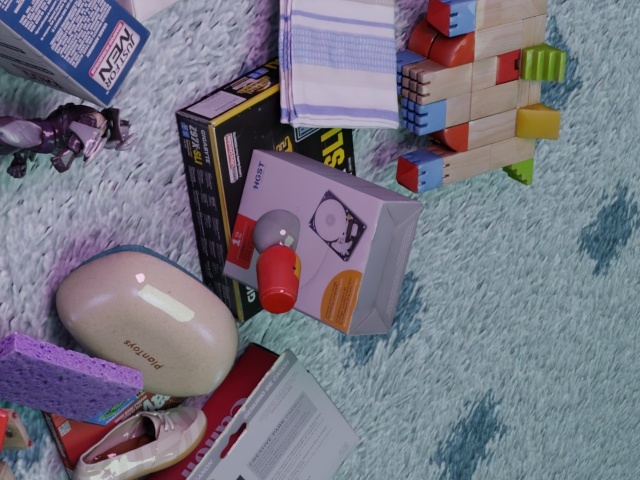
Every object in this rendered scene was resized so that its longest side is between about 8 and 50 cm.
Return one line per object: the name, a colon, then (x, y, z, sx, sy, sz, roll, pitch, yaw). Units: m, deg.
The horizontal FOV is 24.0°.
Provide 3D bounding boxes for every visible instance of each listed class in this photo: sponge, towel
sponge: (-0.334, 0.170, 1.855, 0.210, 0.117, 0.031, 25, 47, -44)
towel: (0.028, -0.288, 2.033, 0.209, 0.034, 0.285, 0, 88, -41)

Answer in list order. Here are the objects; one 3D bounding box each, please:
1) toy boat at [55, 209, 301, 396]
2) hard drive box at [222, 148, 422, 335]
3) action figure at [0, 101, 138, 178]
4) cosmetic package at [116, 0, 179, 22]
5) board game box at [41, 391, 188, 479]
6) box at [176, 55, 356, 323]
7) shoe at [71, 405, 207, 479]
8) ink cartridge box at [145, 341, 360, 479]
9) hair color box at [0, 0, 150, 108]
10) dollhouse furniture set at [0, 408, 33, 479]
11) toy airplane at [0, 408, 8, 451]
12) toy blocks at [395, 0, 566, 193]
toy boat: (-0.158, 0.072, 1.920, 0.267, 0.318, 0.148, 49, 27, -39)
hard drive box: (0.000, 0.000, 1.960, 0.089, 0.232, 0.181, 1, 107, -49)
action figure: (-0.334, -0.114, 1.691, 0.285, 0.185, 0.099, -3, 83, -34)
cosmetic package: (-0.213, -0.451, 1.658, 0.197, 0.155, 0.366, -35, 133, -35)
board game box: (-0.249, 0.199, 2.058, 0.281, 0.027, 0.145, -40, 136, -30)
box: (-0.063, -0.083, 2.094, 0.257, 0.079, 0.322, -34, 132, -37)
shoe: (-0.239, 0.273, 2.023, 0.219, 0.076, 0.058, -28, 134, -37)
ink cartridge box: (-0.121, 0.319, 2.189, 0.309, 0.130, 0.272, -52, 139, -19)
hair color box: (-0.352, -0.279, 1.566, 0.105, 0.174, 0.347, -61, 143, -10)
dollhouse furniture set: (-0.410, 0.307, 1.800, 0.129, 0.129, 0.184, -72, 154, -45)
toy airplane: (-0.564, 0.164, 1.514, 0.386, 0.272, 0.384, -36, 96, -22)
toy blocks: (0.208, -0.242, 2.278, 0.261, 0.190, 0.381, -17, 123, -31)
